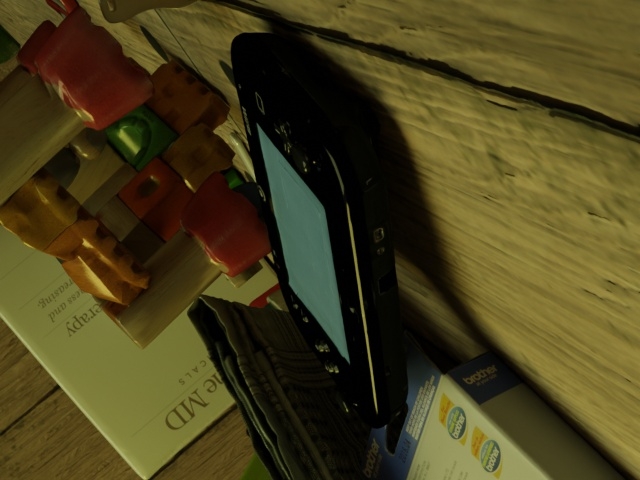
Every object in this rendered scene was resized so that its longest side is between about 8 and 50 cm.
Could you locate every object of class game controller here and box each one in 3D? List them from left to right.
[{"bbox_3d":[0.000,0.000,0.925,0.166,0.067,0.319,42,155,36],"label":"game controller"}]

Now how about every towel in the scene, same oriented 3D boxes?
[{"bbox_3d":[0.030,0.189,1.210,0.312,0.056,0.324,62,-161,18],"label":"towel"}]

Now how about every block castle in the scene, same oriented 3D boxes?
[{"bbox_3d":[-0.236,-0.137,1.153,0.453,0.213,0.303,41,173,44],"label":"block castle"}]

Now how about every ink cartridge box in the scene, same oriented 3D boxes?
[{"bbox_3d":[0.161,0.220,0.990,0.311,0.065,0.186,43,139,30],"label":"ink cartridge box"}]

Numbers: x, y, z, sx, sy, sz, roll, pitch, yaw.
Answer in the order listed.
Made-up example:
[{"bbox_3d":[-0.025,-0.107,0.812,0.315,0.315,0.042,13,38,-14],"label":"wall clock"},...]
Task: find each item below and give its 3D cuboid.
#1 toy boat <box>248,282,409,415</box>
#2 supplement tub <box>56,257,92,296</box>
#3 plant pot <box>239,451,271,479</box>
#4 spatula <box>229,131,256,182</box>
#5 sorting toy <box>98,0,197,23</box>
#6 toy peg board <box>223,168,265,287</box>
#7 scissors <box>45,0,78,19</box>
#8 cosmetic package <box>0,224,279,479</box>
[{"bbox_3d":[-0.020,0.154,1.562,0.267,0.148,0.318,56,169,-34],"label":"toy boat"},{"bbox_3d":[-0.269,-0.051,1.618,0.272,0.191,0.191,52,171,-6],"label":"supplement tub"},{"bbox_3d":[0.007,0.355,1.409,0.207,0.228,0.227,24,171,20],"label":"plant pot"},{"bbox_3d":[-0.016,-0.003,1.335,0.168,0.019,0.242,50,172,38],"label":"spatula"},{"bbox_3d":[-0.133,-0.194,0.923,0.045,0.075,0.083,44,169,35],"label":"sorting toy"},{"bbox_3d":[-0.107,-0.038,1.504,0.161,0.079,0.160,52,-173,0],"label":"toy peg board"},{"bbox_3d":[-0.371,-0.339,1.710,0.297,0.021,0.109,42,170,49],"label":"scissors"},{"bbox_3d":[-0.268,0.074,1.880,0.394,0.329,0.327,51,171,-7],"label":"cosmetic package"}]
